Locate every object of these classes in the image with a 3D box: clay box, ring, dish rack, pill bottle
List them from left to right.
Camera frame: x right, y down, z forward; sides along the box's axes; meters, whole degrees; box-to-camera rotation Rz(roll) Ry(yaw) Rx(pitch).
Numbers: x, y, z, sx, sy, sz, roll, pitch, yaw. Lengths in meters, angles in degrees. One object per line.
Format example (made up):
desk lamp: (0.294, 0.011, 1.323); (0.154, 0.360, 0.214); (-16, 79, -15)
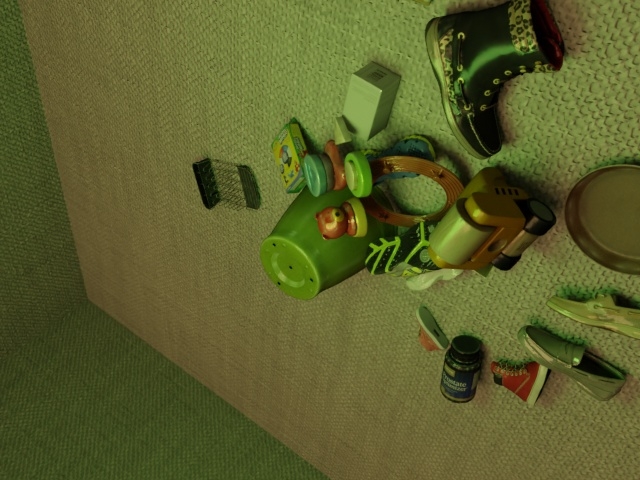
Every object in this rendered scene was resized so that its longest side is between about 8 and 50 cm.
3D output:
dish rack: (-0.356, -0.204, 2.499); (0.271, 0.074, 0.208); (15, 131, 35)
clay box: (-0.097, -0.280, 2.132); (0.127, 0.053, 0.222); (-45, 58, 50)
ring: (0.255, -0.126, 1.895); (0.337, 0.032, 0.336); (10, 149, 6)
pill bottle: (0.474, 0.430, 2.192); (0.123, 0.123, 0.219); (22, 128, 30)

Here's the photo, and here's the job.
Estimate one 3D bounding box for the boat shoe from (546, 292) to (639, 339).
boat shoe: (0.766, 0.190, 1.752); (0.302, 0.109, 0.098); (17, 92, 34)

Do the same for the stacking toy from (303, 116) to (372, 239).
stacking toy: (0.029, -0.174, 1.881); (0.279, 0.130, 0.309); (99, 151, -53)

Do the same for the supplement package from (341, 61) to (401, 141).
supplement package: (0.139, -0.392, 1.847); (0.105, 0.105, 0.179); (34, 138, 18)

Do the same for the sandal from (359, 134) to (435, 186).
sandal: (0.196, -0.215, 1.917); (0.317, 0.138, 0.126); (-14, 109, 47)

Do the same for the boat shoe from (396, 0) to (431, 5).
boat shoe: (0.192, -0.631, 1.633); (0.190, 0.068, 0.072); (29, 149, 23)

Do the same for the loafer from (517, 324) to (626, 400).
loafer: (0.729, 0.339, 1.900); (0.319, 0.112, 0.111); (31, 134, 9)

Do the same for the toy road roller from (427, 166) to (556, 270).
toy road roller: (0.415, -0.068, 1.699); (0.202, 0.330, 0.240); (-57, 45, 39)

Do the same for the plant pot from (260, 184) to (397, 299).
plant pot: (0.000, 0.000, 2.106); (0.366, 0.353, 0.366); (25, 136, 27)

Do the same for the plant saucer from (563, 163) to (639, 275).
plant saucer: (0.756, -0.054, 1.587); (0.311, 0.050, 0.310); (26, 137, 27)

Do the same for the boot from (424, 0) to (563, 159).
boot: (0.432, -0.387, 1.556); (0.284, 0.138, 0.377); (-7, 111, 46)

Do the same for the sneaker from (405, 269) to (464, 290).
sneaker: (0.352, 0.081, 2.067); (0.232, 0.090, 0.115); (-29, 93, 42)

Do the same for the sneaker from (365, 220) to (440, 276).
sneaker: (0.309, 0.030, 1.935); (0.385, 0.147, 0.145); (-9, 75, 50)

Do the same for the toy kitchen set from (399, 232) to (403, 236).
toy kitchen set: (0.262, 0.039, 2.111); (0.068, 0.075, 0.083); (34, 144, 16)

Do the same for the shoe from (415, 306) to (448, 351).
shoe: (0.361, 0.311, 2.252); (0.081, 0.063, 0.178); (-24, 108, 45)

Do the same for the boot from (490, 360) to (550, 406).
boot: (0.630, 0.407, 2.065); (0.176, 0.088, 0.244); (30, 141, 24)

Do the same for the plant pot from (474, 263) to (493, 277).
plant pot: (0.471, 0.021, 1.882); (0.109, 0.096, 0.109); (34, 139, 17)
